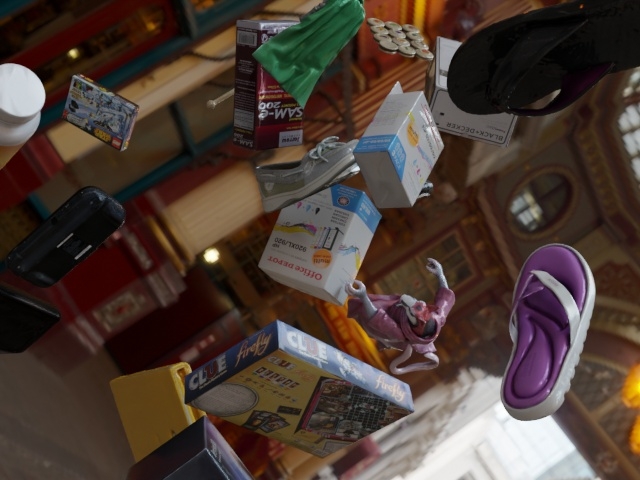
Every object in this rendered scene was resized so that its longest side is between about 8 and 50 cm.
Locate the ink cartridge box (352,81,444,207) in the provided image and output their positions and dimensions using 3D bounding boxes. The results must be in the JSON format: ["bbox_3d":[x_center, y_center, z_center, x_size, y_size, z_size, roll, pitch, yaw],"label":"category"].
[{"bbox_3d":[0.122,-0.144,1.370,0.061,0.181,0.104,-1,-49,33],"label":"ink cartridge box"}]

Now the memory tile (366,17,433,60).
[{"bbox_3d":[0.150,-0.385,1.793,0.148,0.113,0.012,-105,-153,-52],"label":"memory tile"}]

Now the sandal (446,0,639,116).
[{"bbox_3d":[0.359,-0.270,1.419,0.167,0.107,0.445,37,-34,-30],"label":"sandal"}]

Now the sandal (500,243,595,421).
[{"bbox_3d":[0.412,0.141,1.744,0.102,0.169,0.416,50,38,-31],"label":"sandal"}]

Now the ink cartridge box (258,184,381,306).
[{"bbox_3d":[0.000,0.000,2.086,0.171,0.233,0.168,19,-10,21],"label":"ink cartridge box"}]

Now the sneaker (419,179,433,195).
[{"bbox_3d":[0.188,-0.115,2.152,0.170,0.089,0.051,-3,-83,41],"label":"sneaker"}]

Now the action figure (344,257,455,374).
[{"bbox_3d":[0.183,0.196,2.136,0.370,0.248,0.276,168,-90,-78],"label":"action figure"}]

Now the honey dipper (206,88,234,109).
[{"bbox_3d":[-0.171,-0.304,1.894,0.030,0.160,0.031,30,-40,30],"label":"honey dipper"}]

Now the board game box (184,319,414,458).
[{"bbox_3d":[-0.023,0.192,1.172,0.243,0.165,0.042,31,39,-37],"label":"board game box"}]

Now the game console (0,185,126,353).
[{"bbox_3d":[-0.463,0.054,1.540,0.044,0.361,0.213,54,8,33],"label":"game console"}]

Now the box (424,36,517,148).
[{"bbox_3d":[0.295,-0.298,1.858,0.290,0.169,0.087,-75,-179,-59],"label":"box"}]

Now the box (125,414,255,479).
[{"bbox_3d":[-0.173,0.474,1.553,0.294,0.182,0.296,54,-6,-5],"label":"box"}]

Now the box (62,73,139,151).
[{"bbox_3d":[-0.412,-0.240,1.763,0.137,0.094,0.027,30,28,9],"label":"box"}]

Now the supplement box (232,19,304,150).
[{"bbox_3d":[-0.096,-0.300,1.810,0.073,0.130,0.240,20,-66,43],"label":"supplement box"}]

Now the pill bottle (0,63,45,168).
[{"bbox_3d":[-0.588,-0.217,1.690,0.245,0.136,0.136,-28,-84,48],"label":"pill bottle"}]

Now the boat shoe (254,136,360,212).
[{"bbox_3d":[-0.026,-0.140,1.853,0.320,0.118,0.103,-21,-85,55],"label":"boat shoe"}]

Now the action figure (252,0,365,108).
[{"bbox_3d":[0.001,-0.360,1.635,0.137,0.232,0.063,45,-2,-34],"label":"action figure"}]

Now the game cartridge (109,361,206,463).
[{"bbox_3d":[-0.328,0.412,2.010,0.323,0.052,0.285,-19,-91,54],"label":"game cartridge"}]
